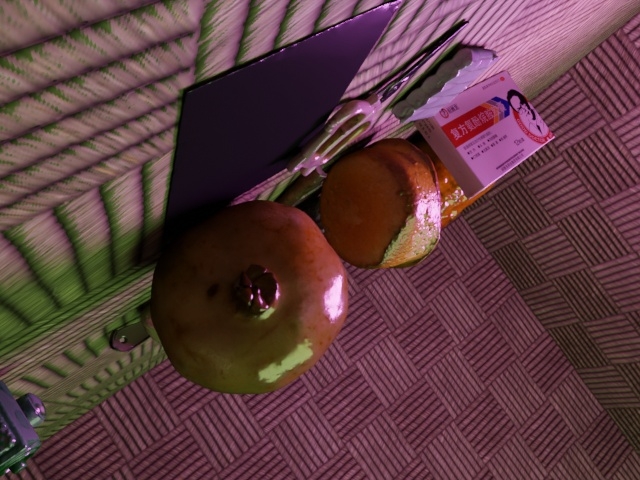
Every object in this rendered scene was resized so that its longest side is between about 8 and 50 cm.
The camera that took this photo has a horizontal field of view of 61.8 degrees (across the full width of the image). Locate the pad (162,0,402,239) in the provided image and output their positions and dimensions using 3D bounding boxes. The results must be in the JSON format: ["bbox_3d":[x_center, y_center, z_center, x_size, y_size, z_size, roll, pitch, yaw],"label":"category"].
[{"bbox_3d":[-0.070,-0.118,0.626,0.247,0.007,0.367,-33,175,-25],"label":"pad"}]

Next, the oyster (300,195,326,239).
[{"bbox_3d":[0.010,-0.046,1.251,0.158,0.162,0.351,20,128,-33],"label":"oyster"}]

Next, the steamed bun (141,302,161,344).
[{"bbox_3d":[-0.270,0.182,1.195,0.231,0.110,0.212,-35,147,-31],"label":"steamed bun"}]

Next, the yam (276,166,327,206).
[{"bbox_3d":[-0.041,-0.089,0.968,0.145,0.032,0.032,-39,174,42],"label":"yam"}]

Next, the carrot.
[{"bbox_3d":[0.279,-0.150,1.416,0.340,0.241,0.241,-37,175,7],"label":"carrot"}]

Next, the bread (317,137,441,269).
[{"bbox_3d":[0.112,-0.068,1.052,0.145,0.268,0.268,-14,160,-50],"label":"bread"}]

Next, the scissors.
[{"bbox_3d":[0.081,-0.201,0.763,0.317,0.024,0.160,-40,174,11],"label":"scissors"}]

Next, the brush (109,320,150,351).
[{"bbox_3d":[-0.360,0.180,1.255,0.067,0.072,0.313,-21,-174,42],"label":"brush"}]

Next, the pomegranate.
[{"bbox_3d":[-0.109,0.080,0.791,0.307,0.307,0.307,-35,176,-3],"label":"pomegranate"}]

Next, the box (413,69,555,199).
[{"bbox_3d":[0.397,-0.260,1.263,0.353,0.214,0.069,-32,176,-38],"label":"box"}]

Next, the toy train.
[{"bbox_3d":[-0.543,0.314,0.774,0.266,0.145,0.202,-34,172,-23],"label":"toy train"}]

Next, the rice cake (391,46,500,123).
[{"bbox_3d":[0.221,-0.274,0.944,0.189,0.037,0.198,-39,175,39],"label":"rice cake"}]
